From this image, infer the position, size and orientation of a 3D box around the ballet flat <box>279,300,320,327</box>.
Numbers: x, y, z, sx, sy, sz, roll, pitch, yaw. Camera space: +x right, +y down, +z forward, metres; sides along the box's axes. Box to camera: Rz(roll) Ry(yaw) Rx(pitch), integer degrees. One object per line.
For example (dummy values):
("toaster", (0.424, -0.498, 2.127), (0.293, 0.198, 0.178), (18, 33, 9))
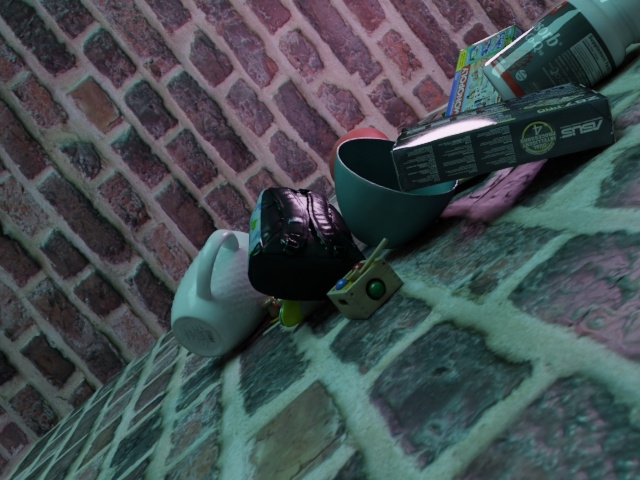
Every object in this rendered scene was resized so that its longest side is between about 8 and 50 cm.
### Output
("ballet flat", (-0.027, 0.142, 1.660), (0.077, 0.077, 0.231), (-9, 21, 28))

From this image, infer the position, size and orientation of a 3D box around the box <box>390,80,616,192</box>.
("box", (0.354, -0.218, 1.317), (0.395, 0.097, 0.318), (-13, 13, 14))

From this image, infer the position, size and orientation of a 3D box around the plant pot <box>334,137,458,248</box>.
("plant pot", (0.160, -0.095, 1.544), (0.290, 0.290, 0.195), (-52, -22, -57))

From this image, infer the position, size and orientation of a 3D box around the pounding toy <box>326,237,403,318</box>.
("pounding toy", (0.093, 0.080, 1.317), (0.130, 0.100, 0.141), (-43, 8, -19))

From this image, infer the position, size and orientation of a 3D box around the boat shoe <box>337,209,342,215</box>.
("boat shoe", (0.004, 0.001, 2.222), (0.109, 0.091, 0.305), (7, 33, 23))

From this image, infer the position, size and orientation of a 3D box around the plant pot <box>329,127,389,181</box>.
("plant pot", (0.184, -0.282, 2.443), (0.275, 0.275, 0.243), (-39, 17, 2))

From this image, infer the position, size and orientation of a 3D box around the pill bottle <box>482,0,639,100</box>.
("pill bottle", (0.604, -0.460, 1.589), (0.363, 0.210, 0.210), (-37, 8, 18))

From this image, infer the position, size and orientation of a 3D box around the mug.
("mug", (-0.293, 0.138, 1.907), (0.328, 0.276, 0.374), (-63, -20, -48))

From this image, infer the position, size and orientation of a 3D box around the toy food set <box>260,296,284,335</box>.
("toy food set", (-0.117, 0.173, 1.871), (0.128, 0.071, 0.218), (-37, 8, 19))

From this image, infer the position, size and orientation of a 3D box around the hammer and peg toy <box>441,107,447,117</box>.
("hammer and peg toy", (0.384, -0.318, 2.108), (0.266, 0.127, 0.361), (-37, 8, 17))

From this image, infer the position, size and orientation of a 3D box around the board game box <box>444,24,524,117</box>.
("board game box", (0.472, -0.453, 1.893), (0.213, 0.046, 0.317), (-12, 57, 53))

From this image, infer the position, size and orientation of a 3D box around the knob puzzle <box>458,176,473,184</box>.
("knob puzzle", (0.396, -0.187, 1.675), (0.213, 0.030, 0.213), (-39, 7, 6))

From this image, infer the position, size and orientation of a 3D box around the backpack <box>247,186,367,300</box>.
("backpack", (-0.060, 0.000, 1.628), (0.355, 0.290, 0.273), (-103, 23, -44))
